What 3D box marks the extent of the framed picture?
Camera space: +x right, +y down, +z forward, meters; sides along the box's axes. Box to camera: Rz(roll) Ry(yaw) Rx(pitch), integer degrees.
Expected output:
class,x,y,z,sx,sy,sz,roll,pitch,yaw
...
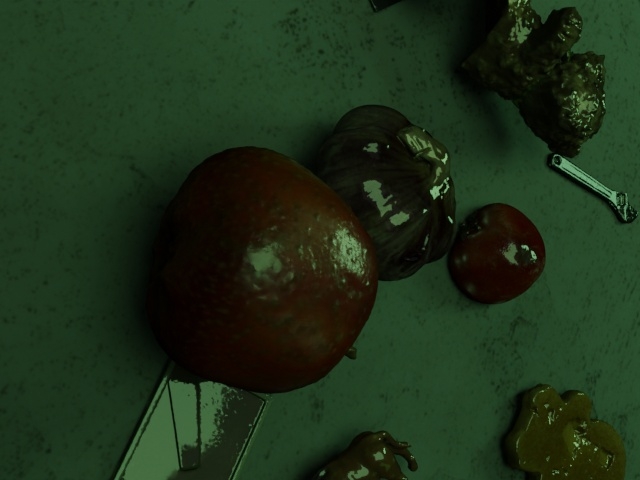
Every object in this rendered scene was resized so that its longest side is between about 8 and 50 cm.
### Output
class,x,y,z,sx,sy,sz,roll,pitch,yaw
framed picture,-0.159,0.254,1.165,0.150,0.015,0.203,31,71,-24

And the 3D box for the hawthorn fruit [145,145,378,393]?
class,x,y,z,sx,sy,sz,roll,pitch,yaw
hawthorn fruit,-0.064,0.050,1.097,0.299,0.275,0.275,38,68,-20

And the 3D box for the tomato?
class,x,y,z,sx,sy,sz,roll,pitch,yaw
tomato,0.274,0.017,1.392,0.139,0.091,0.159,48,63,-19

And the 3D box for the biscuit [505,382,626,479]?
class,x,y,z,sx,sy,sz,roll,pitch,yaw
biscuit,0.383,0.326,1.457,0.249,0.035,0.184,32,71,-24

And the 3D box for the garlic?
class,x,y,z,sx,sy,sz,roll,pitch,yaw
garlic,0.103,-0.068,1.245,0.245,0.160,0.245,34,45,-44

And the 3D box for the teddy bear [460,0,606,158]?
class,x,y,z,sx,sy,sz,roll,pitch,yaw
teddy bear,0.337,-0.297,1.384,0.222,0.246,0.296,20,84,0

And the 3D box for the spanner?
class,x,y,z,sx,sy,sz,roll,pitch,yaw
spanner,0.445,-0.085,1.545,0.208,0.012,0.046,28,73,-25

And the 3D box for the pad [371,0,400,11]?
class,x,y,z,sx,sy,sz,roll,pitch,yaw
pad,0.135,-0.456,1.406,0.245,0.006,0.170,-31,101,-29

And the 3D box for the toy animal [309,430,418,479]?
class,x,y,z,sx,sy,sz,roll,pitch,yaw
toy animal,0.010,0.333,1.231,0.229,0.066,0.224,35,88,-32
